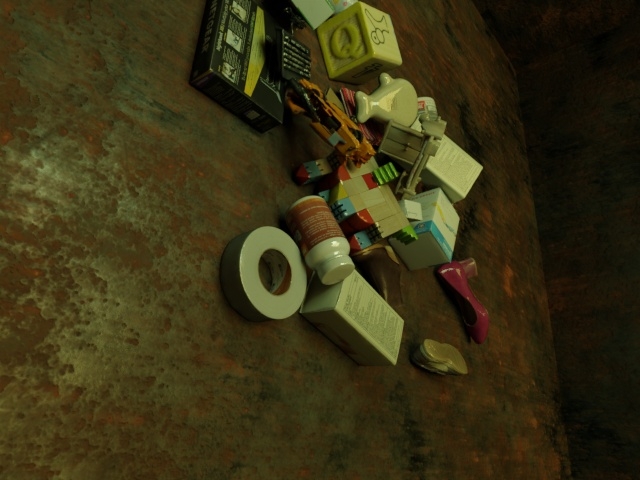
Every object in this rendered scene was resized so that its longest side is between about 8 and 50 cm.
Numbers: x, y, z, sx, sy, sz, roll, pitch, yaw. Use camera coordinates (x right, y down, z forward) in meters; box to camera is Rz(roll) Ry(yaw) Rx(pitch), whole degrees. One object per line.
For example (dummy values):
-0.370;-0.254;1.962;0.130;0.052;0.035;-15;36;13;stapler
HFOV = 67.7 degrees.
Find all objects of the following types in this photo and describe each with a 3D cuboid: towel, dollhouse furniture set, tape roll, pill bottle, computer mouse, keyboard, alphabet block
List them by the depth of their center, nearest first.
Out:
-0.130;0.080;1.129;0.219;0.072;0.219;20;63;-46;tape roll
0.000;0.000;1.221;0.121;0.121;0.216;12;42;-49;pill bottle
-0.069;-0.544;1.331;0.317;0.033;0.202;-52;139;-73;keyboard
0.243;-0.242;1.479;0.173;0.303;0.355;24;31;6;dollhouse furniture set
0.143;-0.307;1.574;0.071;0.041;0.242;-45;135;-15;computer mouse
0.133;-0.662;1.625;0.197;0.193;0.192;-13;86;-52;alphabet block
0.172;-0.434;1.702;0.275;0.031;0.199;-8;79;-56;towel
0.404;-0.406;1.897;0.161;0.161;0.283;-5;81;-52;pill bottle

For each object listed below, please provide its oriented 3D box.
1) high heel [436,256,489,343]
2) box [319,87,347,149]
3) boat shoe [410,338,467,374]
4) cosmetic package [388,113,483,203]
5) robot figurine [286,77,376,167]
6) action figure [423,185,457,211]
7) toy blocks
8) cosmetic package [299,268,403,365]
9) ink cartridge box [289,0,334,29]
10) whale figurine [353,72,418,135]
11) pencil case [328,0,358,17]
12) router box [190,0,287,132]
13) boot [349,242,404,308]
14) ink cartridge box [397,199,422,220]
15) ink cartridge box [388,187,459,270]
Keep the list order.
0.571;0.263;1.951;0.181;0.127;0.377;-16;94;-24;high heel
0.062;-0.379;1.574;0.201;0.021;0.164;46;45;-31;box
0.418;0.422;1.679;0.285;0.092;0.103;27;38;-41;boat shoe
0.418;-0.291;1.743;0.309;0.113;0.160;38;72;-6;cosmetic package
0.019;-0.327;1.304;0.291;0.085;0.211;50;22;15;robot figurine
0.519;-0.225;2.038;0.185;0.099;0.285;41;52;-45;action figure
0.089;-0.117;1.381;0.261;0.190;0.381;-23;83;-44;toy blocks
0.094;0.212;1.317;0.296;0.129;0.153;48;46;-31;cosmetic package
-0.055;-0.739;1.429;0.153;0.087;0.208;43;15;-33;ink cartridge box
0.210;-0.465;1.653;0.272;0.141;0.216;-16;106;-33;whale figurine
0.034;-0.867;1.640;0.273;0.113;0.124;43;28;-34;pencil case
-0.194;-0.474;1.238;0.243;0.081;0.309;29;56;-44;router box
0.189;0.117;1.499;0.248;0.090;0.207;3;73;-55;boot
0.249;-0.089;1.597;0.109;0.150;0.063;4;79;-51;ink cartridge box
0.379;-0.041;1.729;0.168;0.171;0.233;50;44;-28;ink cartridge box
